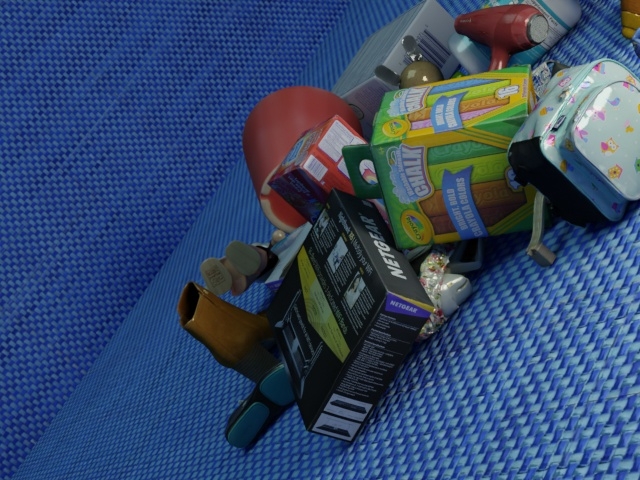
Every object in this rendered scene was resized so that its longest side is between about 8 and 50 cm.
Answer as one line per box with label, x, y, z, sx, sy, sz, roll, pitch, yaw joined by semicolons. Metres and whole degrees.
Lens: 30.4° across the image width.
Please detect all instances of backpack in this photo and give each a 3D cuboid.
backpack;0.349;-0.134;1.485;0.144;0.166;0.188;-22;34;57

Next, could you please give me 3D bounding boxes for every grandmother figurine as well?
grandmother figurine;-0.147;0.055;2.397;0.208;0.104;0.342;-26;-4;12

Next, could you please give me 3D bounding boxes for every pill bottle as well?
pill bottle;0.368;-0.401;2.130;0.264;0.146;0.146;-44;16;18

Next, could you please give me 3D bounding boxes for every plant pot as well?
plant pot;-0.034;-0.152;2.483;0.275;0.275;0.243;-43;26;23

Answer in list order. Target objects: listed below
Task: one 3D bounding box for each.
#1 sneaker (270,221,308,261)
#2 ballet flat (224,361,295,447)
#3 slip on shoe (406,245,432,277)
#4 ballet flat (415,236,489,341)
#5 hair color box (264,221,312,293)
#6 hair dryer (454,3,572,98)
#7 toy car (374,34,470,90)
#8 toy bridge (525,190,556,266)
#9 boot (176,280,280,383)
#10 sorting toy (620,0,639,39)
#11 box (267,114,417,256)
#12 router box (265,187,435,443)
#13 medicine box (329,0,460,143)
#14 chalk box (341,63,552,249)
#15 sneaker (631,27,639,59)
sneaker;0.000;0.000;2.321;0.228;0.092;0.087;-36;0;-42
ballet flat;-0.086;0.258;1.952;0.203;0.074;0.074;-48;15;12
slip on shoe;0.192;0.012;1.821;0.135;0.051;0.041;-32;61;27
ballet flat;0.188;0.043;1.687;0.077;0.091;0.241;3;50;29
hair color box;0.057;-0.029;2.177;0.339;0.110;0.185;-57;18;-23
hair dryer;0.297;-0.300;1.995;0.223;0.080;0.293;-40;46;25
toy car;0.198;-0.299;2.280;0.155;0.188;0.149;-49;15;1
toy bridge;0.318;-0.051;1.567;0.188;0.063;0.026;-56;16;-25
boot;-0.166;0.141;2.184;0.104;0.211;0.295;-45;15;13
sorting toy;0.430;-0.413;1.927;0.365;0.127;0.126;28;102;49
box;0.056;-0.071;1.986;0.122;0.257;0.128;-20;32;57
router box;0.032;0.102;1.712;0.243;0.081;0.309;-61;26;21
medicine box;0.160;-0.360;2.618;0.263;0.149;0.289;-57;16;-27
chalk box;0.174;-0.113;1.680;0.289;0.180;0.179;-11;29;17
sneaker;0.498;-0.274;1.558;0.221;0.087;0.083;-27;27;55
